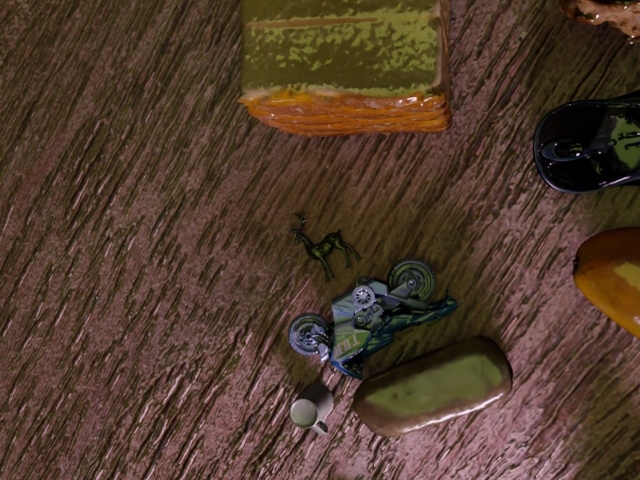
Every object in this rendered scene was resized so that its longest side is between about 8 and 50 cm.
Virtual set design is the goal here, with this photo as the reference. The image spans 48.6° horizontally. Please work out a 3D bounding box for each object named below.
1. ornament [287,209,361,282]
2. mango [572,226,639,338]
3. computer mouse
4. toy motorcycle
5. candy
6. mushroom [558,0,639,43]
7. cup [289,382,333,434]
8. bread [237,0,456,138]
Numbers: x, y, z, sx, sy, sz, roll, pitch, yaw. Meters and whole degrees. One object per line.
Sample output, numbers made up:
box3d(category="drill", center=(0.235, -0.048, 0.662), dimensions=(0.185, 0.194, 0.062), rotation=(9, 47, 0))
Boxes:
box3d(category="ornament", center=(0.000, 0.000, 1.131), dimensions=(0.073, 0.028, 0.125), rotation=(-38, 84, 14))
box3d(category="mango", center=(0.465, 0.072, 0.961), dimensions=(0.253, 0.113, 0.138), rotation=(36, 88, 5))
box3d(category="computer mouse", center=(0.415, -0.135, 0.977), dimensions=(0.233, 0.096, 0.137), rotation=(-10, 89, 14))
box3d(category="toy motorcycle", center=(0.081, 0.127, 1.083), dimensions=(0.254, 0.092, 0.136), rotation=(-29, 93, 5))
box3d(category="candy", center=(0.167, 0.218, 1.053), dimensions=(0.234, 0.104, 0.102), rotation=(-26, 80, 14))
box3d(category="mushroom", center=(0.405, -0.464, 0.862), dimensions=(0.331, 0.356, 0.334), rotation=(38, 145, 37))
box3d(category="cup", center=(-0.016, 0.270, 1.114), dimensions=(0.054, 0.083, 0.075), rotation=(4, 94, 14))
box3d(category="bread", center=(0.046, -0.260, 0.980), dimensions=(0.279, 0.279, 0.207), rotation=(2, 92, 16))
